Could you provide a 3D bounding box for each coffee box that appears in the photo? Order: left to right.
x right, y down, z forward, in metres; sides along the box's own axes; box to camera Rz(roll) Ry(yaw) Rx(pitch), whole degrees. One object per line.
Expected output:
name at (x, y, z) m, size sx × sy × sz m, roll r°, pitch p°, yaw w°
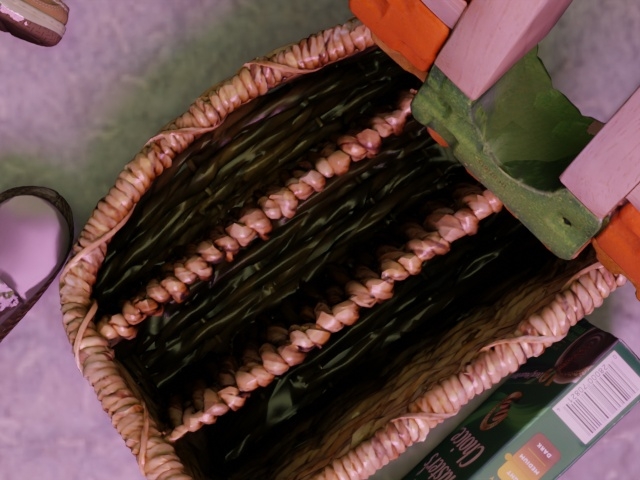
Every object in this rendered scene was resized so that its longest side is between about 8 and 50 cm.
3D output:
coffee box at (0.114, 0.126, 0.999) m, size 0.184 × 0.113 × 0.040 m, roll -43°, pitch 97°, yaw 1°

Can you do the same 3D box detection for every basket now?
basket at (0.000, 0.000, 0.927) m, size 0.299 × 0.223 × 0.213 m, roll -35°, pitch 96°, yaw -1°

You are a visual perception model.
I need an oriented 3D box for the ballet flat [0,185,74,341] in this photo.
ballet flat at (-0.244, 0.061, 1.001) m, size 0.084 × 0.058 × 0.250 m, roll 42°, pitch 95°, yaw -15°

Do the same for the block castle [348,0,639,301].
block castle at (0.190, -0.134, 0.780) m, size 0.453 × 0.213 × 0.303 m, roll 46°, pitch 67°, yaw 6°

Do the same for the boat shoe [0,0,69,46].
boat shoe at (-0.225, -0.189, 0.979) m, size 0.190 × 0.068 × 0.072 m, roll 32°, pitch 79°, yaw -5°
